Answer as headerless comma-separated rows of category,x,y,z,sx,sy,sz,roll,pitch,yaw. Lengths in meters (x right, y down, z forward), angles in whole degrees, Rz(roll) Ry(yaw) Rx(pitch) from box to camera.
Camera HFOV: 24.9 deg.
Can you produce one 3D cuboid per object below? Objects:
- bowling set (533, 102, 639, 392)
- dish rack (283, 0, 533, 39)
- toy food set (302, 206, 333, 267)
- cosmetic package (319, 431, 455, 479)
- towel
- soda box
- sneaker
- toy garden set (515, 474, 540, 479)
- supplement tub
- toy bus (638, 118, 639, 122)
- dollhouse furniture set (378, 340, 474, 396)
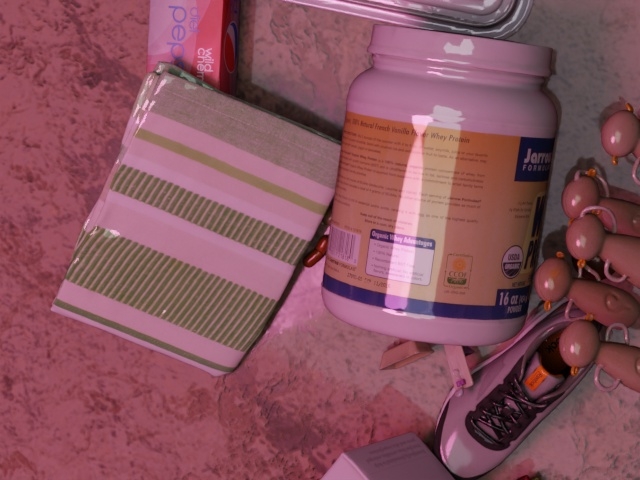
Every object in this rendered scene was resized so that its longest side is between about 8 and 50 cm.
bowling set,0.287,0.017,1.528,0.154,0.200,0.287,23,77,-21
dish rack,0.088,-0.383,1.604,0.333,0.072,0.285,13,100,10
toy food set,0.000,0.000,1.691,0.122,0.019,0.078,-8,95,11
cosmetic package,0.062,0.337,1.616,0.151,0.151,0.183,47,117,23
towel,-0.140,-0.014,1.655,0.248,0.038,0.325,24,109,-10
soda box,-0.143,-0.263,1.654,0.092,0.083,0.263,5,97,10
sneaker,0.219,0.167,1.627,0.100,0.108,0.271,40,104,1
toy garden set,0.217,0.404,1.688,0.244,0.049,0.204,-35,91,13
supplement tub,0.129,-0.063,1.552,0.228,0.228,0.316,9,99,9
toy bus,0.442,-0.111,1.550,0.191,0.202,0.104,43,58,2
dollhouse furniture set,0.135,0.150,1.664,0.114,0.091,0.081,-29,69,40
